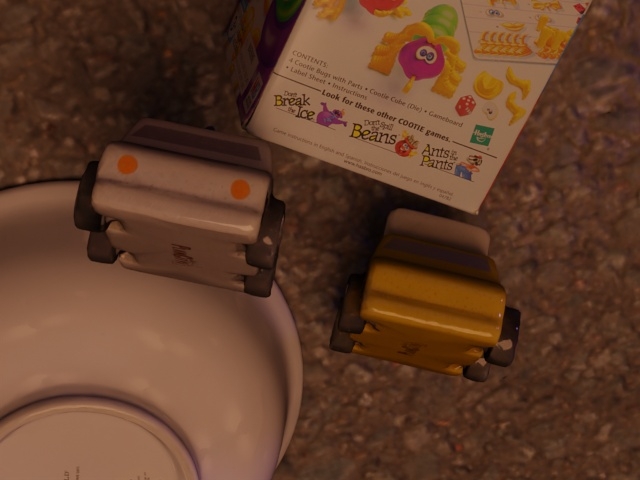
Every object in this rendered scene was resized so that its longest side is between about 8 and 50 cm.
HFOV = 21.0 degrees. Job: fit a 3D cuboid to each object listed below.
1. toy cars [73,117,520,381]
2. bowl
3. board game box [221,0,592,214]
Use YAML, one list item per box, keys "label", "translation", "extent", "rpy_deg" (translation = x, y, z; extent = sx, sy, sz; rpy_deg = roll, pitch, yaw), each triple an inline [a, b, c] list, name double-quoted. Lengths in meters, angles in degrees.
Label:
- label: "toy cars"
  translation: [0.000, 0.000, 0.961]
  extent: [0.394, 0.176, 0.087]
  rpy_deg: [24, 74, -48]
- label: "bowl"
  translation: [-0.150, 0.123, 1.059]
  extent: [0.298, 0.134, 0.298]
  rpy_deg: [-4, 119, -6]
- label: "board game box"
  translation: [0.070, -0.180, 0.926]
  extent: [0.144, 0.142, 0.275]
  rpy_deg: [19, 113, -18]
